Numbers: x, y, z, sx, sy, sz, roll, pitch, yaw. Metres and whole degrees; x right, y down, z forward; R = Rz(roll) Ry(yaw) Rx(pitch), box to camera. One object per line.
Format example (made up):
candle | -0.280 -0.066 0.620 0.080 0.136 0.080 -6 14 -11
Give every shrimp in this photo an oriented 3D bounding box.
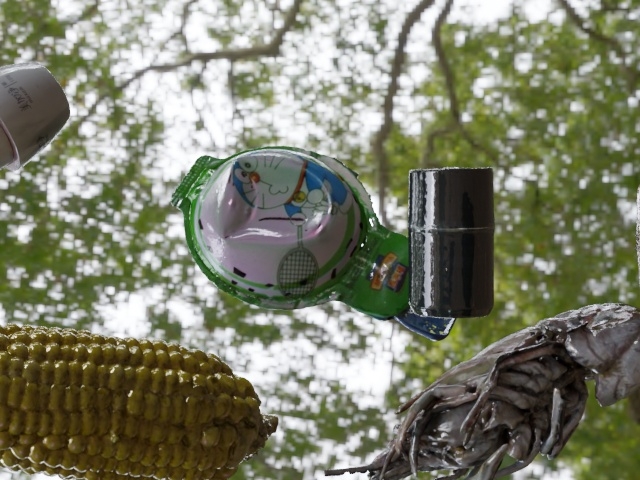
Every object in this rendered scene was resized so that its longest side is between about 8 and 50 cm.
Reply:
shrimp | 0.075 0.076 0.510 0.165 0.065 0.056 -35 -70 -7

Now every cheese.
cheese | 0.000 0.000 1.208 0.204 0.320 0.083 -60 -11 -31

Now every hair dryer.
hair dryer | 0.126 -0.004 1.035 0.219 0.071 0.124 -17 -72 -74

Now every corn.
corn | -0.200 0.136 0.971 0.347 0.130 0.130 12 -99 -20

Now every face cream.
face cream | -0.287 -0.115 1.081 0.095 0.091 0.091 -38 -52 -27

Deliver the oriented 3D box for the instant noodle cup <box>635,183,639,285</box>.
instant noodle cup | 0.283 0.018 0.774 0.127 0.135 0.127 -4 -90 -80
